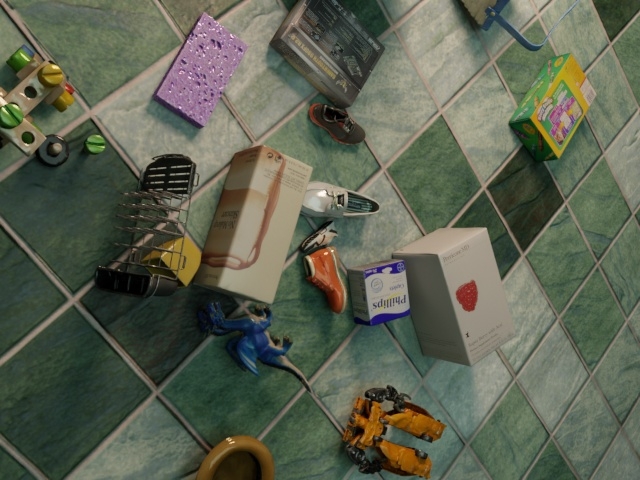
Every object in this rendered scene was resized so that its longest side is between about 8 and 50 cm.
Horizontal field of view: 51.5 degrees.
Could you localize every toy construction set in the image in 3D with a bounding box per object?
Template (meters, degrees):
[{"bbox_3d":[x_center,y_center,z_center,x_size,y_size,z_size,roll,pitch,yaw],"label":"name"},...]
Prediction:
[{"bbox_3d":[-0.506,-0.256,1.067,0.257,0.237,0.309,-27,104,-30],"label":"toy construction set"}]

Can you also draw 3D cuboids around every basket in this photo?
[{"bbox_3d":[0.516,-0.656,1.729,0.289,0.201,0.255,39,68,7],"label":"basket"}]

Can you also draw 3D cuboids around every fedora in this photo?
[{"bbox_3d":[-0.188,0.489,1.372,0.194,0.079,0.194,-5,99,-33],"label":"fedora"}]

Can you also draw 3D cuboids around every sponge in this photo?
[{"bbox_3d":[-0.243,-0.347,1.359,0.117,0.031,0.210,33,73,-28],"label":"sponge"}]

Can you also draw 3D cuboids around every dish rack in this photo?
[{"bbox_3d":[-0.315,-0.031,1.219,0.074,0.208,0.271,16,81,-44],"label":"dish rack"}]

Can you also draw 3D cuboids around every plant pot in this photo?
[{"bbox_3d":[-0.285,0.038,1.309,0.081,0.081,0.083,52,53,-22],"label":"plant pot"}]

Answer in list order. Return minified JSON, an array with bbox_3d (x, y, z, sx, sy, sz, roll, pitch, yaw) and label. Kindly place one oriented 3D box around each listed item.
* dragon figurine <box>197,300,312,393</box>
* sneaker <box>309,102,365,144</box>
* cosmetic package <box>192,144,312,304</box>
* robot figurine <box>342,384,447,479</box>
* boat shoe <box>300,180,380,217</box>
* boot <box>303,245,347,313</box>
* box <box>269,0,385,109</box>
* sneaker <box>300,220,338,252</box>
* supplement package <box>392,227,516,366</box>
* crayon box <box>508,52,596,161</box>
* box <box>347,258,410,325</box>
[{"bbox_3d":[-0.141,0.231,1.395,0.144,0.085,0.289,-36,105,-25],"label":"dragon figurine"},{"bbox_3d":[0.049,-0.267,1.528,0.158,0.065,0.061,21,79,-31],"label":"sneaker"},{"bbox_3d":[-0.140,-0.030,1.359,0.129,0.153,0.296,21,77,-30],"label":"cosmetic package"},{"bbox_3d":[0.172,0.469,1.602,0.291,0.085,0.211,29,74,-30],"label":"robot figurine"},{"bbox_3d":[0.036,-0.094,1.515,0.226,0.076,0.083,0,90,-33],"label":"boat shoe"},{"bbox_3d":[0.008,0.098,1.514,0.085,0.059,0.158,-15,90,-29],"label":"boot"},{"bbox_3d":[0.021,-0.444,1.515,0.231,0.056,0.183,38,71,-27],"label":"box"},{"bbox_3d":[0.000,0.000,1.514,0.109,0.040,0.043,-38,112,-26],"label":"sneaker"},{"bbox_3d":[0.333,0.133,1.649,0.177,0.175,0.293,-26,104,-29],"label":"supplement package"},{"bbox_3d":[0.677,-0.385,1.924,0.165,0.081,0.278,46,68,-24],"label":"crayon box"},{"bbox_3d":[0.141,0.123,1.587,0.126,0.072,0.137,-11,97,-32],"label":"box"}]
